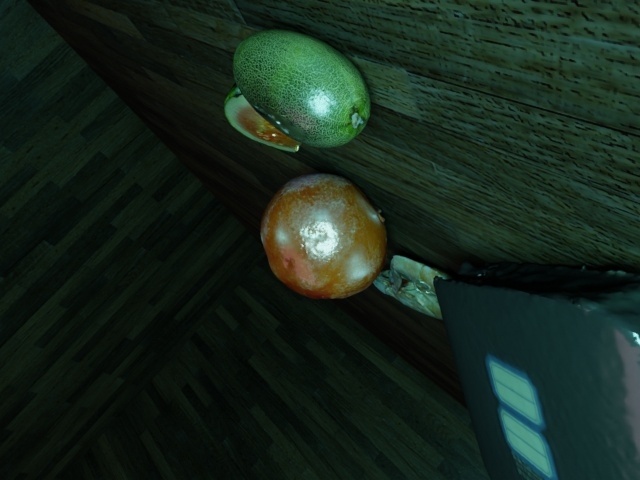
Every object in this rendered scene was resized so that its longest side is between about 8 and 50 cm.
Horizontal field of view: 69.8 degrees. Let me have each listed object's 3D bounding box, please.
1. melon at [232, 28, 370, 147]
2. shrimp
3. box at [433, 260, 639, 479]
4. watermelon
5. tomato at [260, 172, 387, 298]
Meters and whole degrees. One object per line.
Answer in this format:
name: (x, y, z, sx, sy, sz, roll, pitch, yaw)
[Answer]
melon: (-0.022, -0.156, 0.466, 0.162, 0.099, 0.099, 37, 170, 22)
shrimp: (0.173, 0.078, 0.868, 0.164, 0.062, 0.317, 50, 164, -23)
box: (0.255, 0.195, 0.491, 0.359, 0.091, 0.350, -179, 71, -82)
watermelon: (-0.081, -0.190, 0.699, 0.119, 0.063, 0.245, 28, 169, 2)
tomato: (-0.003, -0.003, 0.773, 0.232, 0.188, 0.232, 36, 160, 15)
